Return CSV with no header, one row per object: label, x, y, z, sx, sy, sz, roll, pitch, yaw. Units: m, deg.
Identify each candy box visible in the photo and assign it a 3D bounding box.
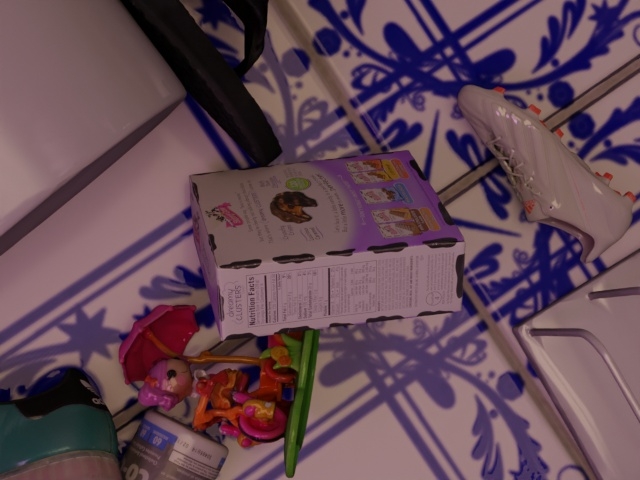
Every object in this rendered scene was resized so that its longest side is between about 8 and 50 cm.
candy box,0.000,0.000,1.132,0.196,0.165,0.070,-7,120,-10

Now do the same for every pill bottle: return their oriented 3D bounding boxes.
pill bottle,-0.139,0.216,1.143,0.078,0.078,0.137,28,82,-7

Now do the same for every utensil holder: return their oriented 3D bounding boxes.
utensil holder,-0.335,-0.160,1.011,0.327,0.327,0.385,-39,96,-9

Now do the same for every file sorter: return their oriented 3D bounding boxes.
file sorter,0.348,0.087,1.185,0.277,0.173,0.193,-31,92,-9

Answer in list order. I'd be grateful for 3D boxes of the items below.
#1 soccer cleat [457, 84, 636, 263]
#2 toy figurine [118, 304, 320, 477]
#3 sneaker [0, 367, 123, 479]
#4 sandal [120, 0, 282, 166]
soccer cleat,0.191,-0.060,1.222,0.196,0.068,0.076,39,85,-8
toy figurine,-0.088,0.112,1.132,0.159,0.173,0.130,7,127,3
sneaker,-0.309,0.189,1.113,0.302,0.108,0.121,-15,61,-1
sandal,-0.126,-0.236,1.056,0.107,0.167,0.446,-37,122,-5
